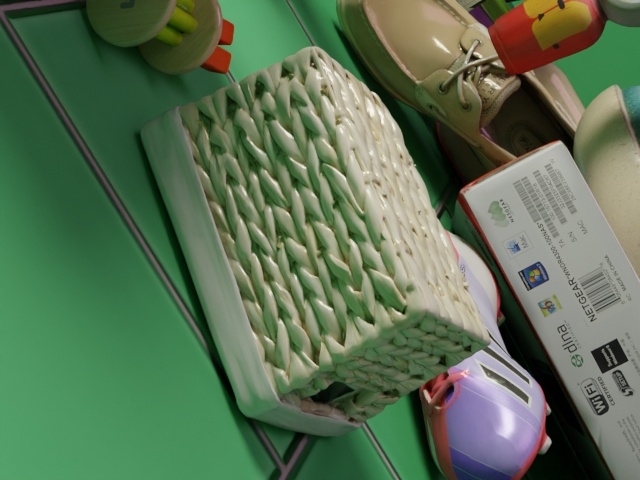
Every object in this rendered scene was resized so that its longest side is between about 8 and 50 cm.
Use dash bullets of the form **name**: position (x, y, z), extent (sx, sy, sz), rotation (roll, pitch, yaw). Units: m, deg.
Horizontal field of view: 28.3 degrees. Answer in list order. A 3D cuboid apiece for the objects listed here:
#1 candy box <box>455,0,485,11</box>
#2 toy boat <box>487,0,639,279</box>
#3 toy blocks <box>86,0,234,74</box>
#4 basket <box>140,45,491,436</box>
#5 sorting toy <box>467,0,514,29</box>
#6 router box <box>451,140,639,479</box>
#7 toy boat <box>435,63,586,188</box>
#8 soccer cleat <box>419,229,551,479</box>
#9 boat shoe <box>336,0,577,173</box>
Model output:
- **candy box**: position (0.132, -0.296, 1.252), extent (0.071, 0.233, 0.159), rotation (49, 20, -34)
- **toy boat**: position (0.266, -0.082, 1.016), extent (0.318, 0.148, 0.267), rotation (55, 20, -26)
- **toy blocks**: position (-0.082, -0.144, 0.718), extent (0.123, 0.054, 0.148), rotation (65, 18, 16)
- **basket**: position (0.000, 0.000, 0.636), extent (0.113, 0.103, 0.167), rotation (28, 36, -62)
- **sorting toy**: position (0.139, -0.249, 1.408), extent (0.127, 0.126, 0.365), rotation (51, 24, -16)
- **router box**: position (0.219, 0.103, 1.002), extent (0.335, 0.082, 0.301), rotation (62, 3, 6)
- **toy boat**: position (0.212, -0.067, 1.326), extent (0.231, 0.151, 0.151), rotation (63, -11, 8)
- **soccer cleat**: position (0.082, 0.068, 0.814), extent (0.095, 0.083, 0.248), rotation (42, 21, -20)
- **boat shoe**: position (0.144, -0.143, 1.162), extent (0.302, 0.109, 0.098), rotation (44, -10, -16)
